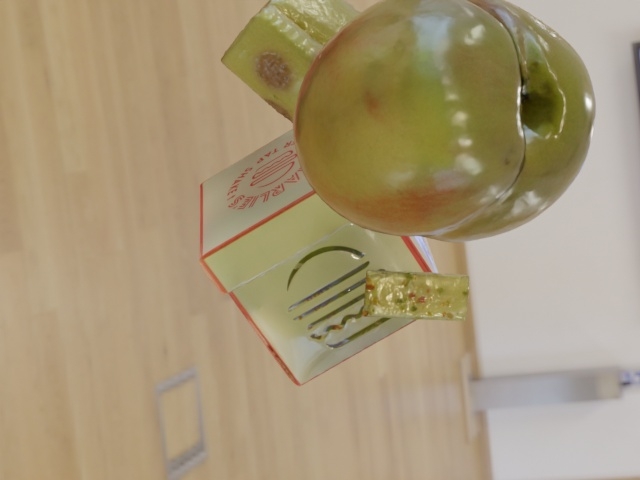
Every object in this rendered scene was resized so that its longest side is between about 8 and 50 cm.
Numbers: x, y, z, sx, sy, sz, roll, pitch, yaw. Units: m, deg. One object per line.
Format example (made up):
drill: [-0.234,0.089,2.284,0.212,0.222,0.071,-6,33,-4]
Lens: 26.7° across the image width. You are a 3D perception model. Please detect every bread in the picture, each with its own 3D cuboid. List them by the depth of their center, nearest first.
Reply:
bread: [0.043,-0.209,1.855,0.187,0.338,0.155,-54,-178,-43]
bread: [0.135,0.078,1.895,0.028,0.154,0.068,-151,-115,-81]

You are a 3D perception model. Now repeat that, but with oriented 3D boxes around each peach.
peach: [0.111,-0.116,1.302,0.292,0.292,0.247,-31,104,-73]

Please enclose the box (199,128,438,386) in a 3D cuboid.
box: [0.000,0.000,2.267,0.300,0.314,0.312,55,10,-24]
